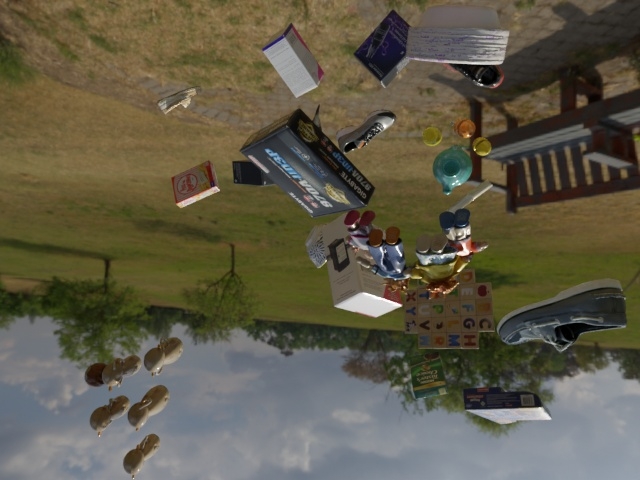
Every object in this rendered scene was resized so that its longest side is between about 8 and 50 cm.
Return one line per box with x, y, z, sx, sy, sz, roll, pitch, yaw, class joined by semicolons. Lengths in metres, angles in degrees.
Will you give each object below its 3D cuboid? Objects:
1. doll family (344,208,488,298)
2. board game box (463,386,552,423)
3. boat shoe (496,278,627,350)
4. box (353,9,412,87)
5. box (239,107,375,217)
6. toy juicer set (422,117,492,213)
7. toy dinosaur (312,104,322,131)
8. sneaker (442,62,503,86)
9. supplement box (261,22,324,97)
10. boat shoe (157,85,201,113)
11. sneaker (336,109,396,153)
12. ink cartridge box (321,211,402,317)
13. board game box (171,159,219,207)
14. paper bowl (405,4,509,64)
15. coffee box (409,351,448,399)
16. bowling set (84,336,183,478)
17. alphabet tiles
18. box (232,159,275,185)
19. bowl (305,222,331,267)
0.156;0.037;0.797;0.263;0.118;0.163;3;148;24;doll family
0.521;0.457;1.235;0.194;0.060;0.194;-14;144;29;board game box
0.509;0.185;0.971;0.117;0.098;0.319;8;149;-21;boat shoe
0.249;-0.692;1.626;0.207;0.153;0.108;-46;173;16;box
-0.026;-0.139;0.871;0.220;0.051;0.175;42;152;-27;box
0.494;-0.264;1.553;0.210;0.328;0.089;-17;-178;23;toy juicer set
-0.060;-0.473;2.073;0.161;0.313;0.121;15;-174;-40;toy dinosaur
0.607;-0.694;1.788;0.276;0.097;0.135;28;-150;2;sneaker
-0.099;-0.672;1.679;0.114;0.111;0.220;-18;127;35;supplement box
-0.512;-0.519;1.650;0.170;0.059;0.063;-26;-156;-9;boat shoe
0.192;-0.441;1.839;0.272;0.107;0.100;-24;145;27;sneaker
0.108;0.066;1.190;0.100;0.237;0.172;-32;142;34;ink cartridge box
-0.548;-0.246;1.953;0.194;0.146;0.045;-23;153;7;board game box
0.397;-0.599;1.301;0.285;0.147;0.284;1;-154;-1;paper bowl
0.368;0.459;1.532;0.113;0.040;0.184;-15;-161;14;coffee box
-0.421;0.329;0.932;0.200;0.286;0.154;10;177;0;bowling set
0.460;0.252;1.641;0.343;0.284;0.011;-11;157;38;alphabet tiles
-0.203;-0.291;1.853;0.185;0.103;0.261;13;-160;40;box
0.000;0.000;1.497;0.080;0.170;0.170;30;166;-10;bowl
